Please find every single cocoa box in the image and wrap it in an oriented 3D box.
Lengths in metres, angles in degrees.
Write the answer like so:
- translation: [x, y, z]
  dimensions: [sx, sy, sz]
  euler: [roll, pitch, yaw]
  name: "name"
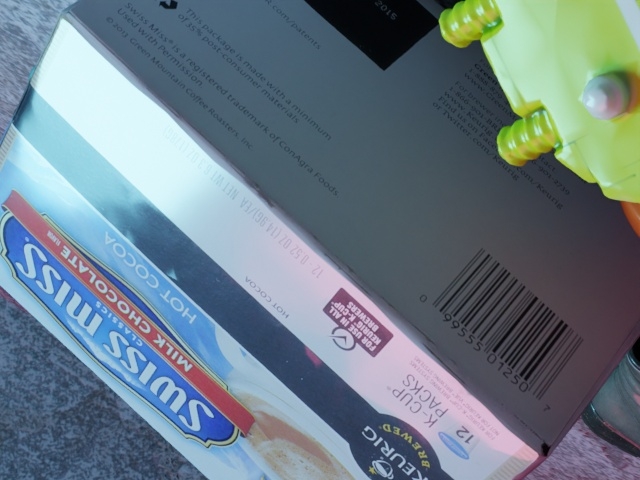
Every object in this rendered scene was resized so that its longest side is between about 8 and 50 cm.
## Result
- translation: [0.000, 0.000, 0.934]
  dimensions: [0.347, 0.231, 0.228]
  euler: [42, 136, 4]
  name: "cocoa box"

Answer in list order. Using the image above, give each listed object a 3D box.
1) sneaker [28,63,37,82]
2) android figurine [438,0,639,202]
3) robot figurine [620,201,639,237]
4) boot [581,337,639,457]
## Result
- translation: [-0.159, -0.085, 1.412]
  dimensions: [0.275, 0.107, 0.110]
  euler: [23, 152, 21]
  name: "sneaker"
- translation: [0.162, -0.116, 0.636]
  dimensions: [0.273, 0.056, 0.248]
  euler: [-25, 89, 43]
  name: "android figurine"
- translation: [0.217, -0.062, 0.762]
  dimensions: [0.219, 0.158, 0.128]
  euler: [88, 158, -55]
  name: "robot figurine"
- translation: [0.349, 0.170, 1.330]
  dimensions: [0.246, 0.083, 0.161]
  euler: [29, 157, 0]
  name: "boot"
